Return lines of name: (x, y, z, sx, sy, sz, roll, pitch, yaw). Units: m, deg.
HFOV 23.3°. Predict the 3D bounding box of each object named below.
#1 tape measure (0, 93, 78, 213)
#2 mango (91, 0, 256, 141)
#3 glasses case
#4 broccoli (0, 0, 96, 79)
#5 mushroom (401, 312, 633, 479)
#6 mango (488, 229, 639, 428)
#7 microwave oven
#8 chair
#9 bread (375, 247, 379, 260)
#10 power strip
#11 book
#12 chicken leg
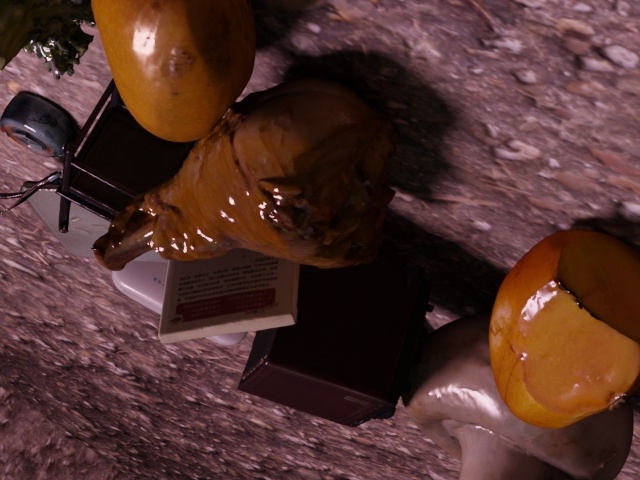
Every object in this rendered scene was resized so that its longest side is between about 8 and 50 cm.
tape measure: (-0.412, -0.107, 2.079, 0.104, 0.180, 0.107, 31, 169, 44)
mango: (-0.139, -0.195, 1.492, 0.359, 0.144, 0.187, 97, 154, -68)
glasses case: (-0.210, 0.081, 2.392, 0.233, 0.092, 0.059, 31, 156, -5)
broccoli: (-0.309, -0.244, 1.605, 0.155, 0.160, 0.167, 24, 142, 10)
mushroom: (0.229, 0.240, 1.917, 0.298, 0.290, 0.297, 22, 158, 9)
mango: (0.263, 0.106, 1.689, 0.187, 0.138, 0.257, 50, 145, 8)
microwave oven: (0.021, 0.119, 1.920, 0.188, 0.178, 0.247, 16, 165, -6)
chair: (-0.239, -0.090, 1.910, 0.141, 0.154, 0.260, 29, 159, -2)
bread: (0.005, 0.000, 1.932, 0.193, 0.036, 0.112, 12, 164, -40)
power strip: (-0.304, -0.042, 2.245, 0.213, 0.064, 0.198, 4, 151, 20)
book: (-0.102, 0.018, 1.820, 0.162, 0.231, 0.022, -10, 136, 13)
chicken leg: (-0.062, -0.029, 1.697, 0.409, 0.182, 0.295, -23, 151, 32)
